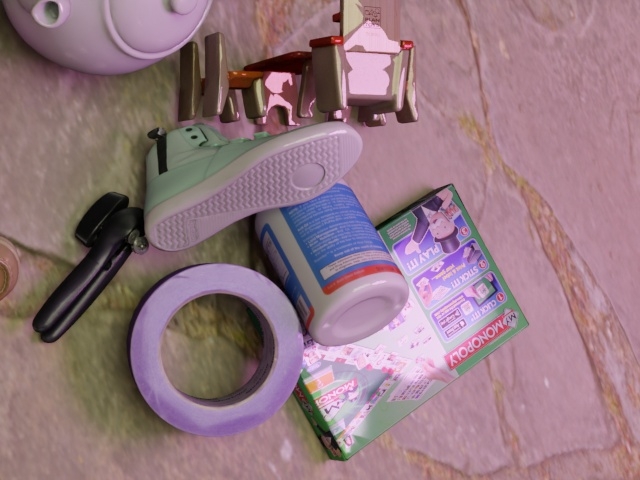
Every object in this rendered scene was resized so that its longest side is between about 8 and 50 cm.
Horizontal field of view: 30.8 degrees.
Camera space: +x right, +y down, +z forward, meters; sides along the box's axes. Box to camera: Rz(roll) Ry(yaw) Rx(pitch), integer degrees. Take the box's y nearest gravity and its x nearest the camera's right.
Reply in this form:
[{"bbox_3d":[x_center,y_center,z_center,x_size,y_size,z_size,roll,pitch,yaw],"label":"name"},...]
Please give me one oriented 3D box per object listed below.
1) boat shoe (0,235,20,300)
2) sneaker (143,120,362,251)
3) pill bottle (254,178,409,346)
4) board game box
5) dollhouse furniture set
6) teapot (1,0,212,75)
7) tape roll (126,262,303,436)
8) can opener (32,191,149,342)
[{"bbox_3d":[-0.433,0.061,1.143,0.285,0.089,0.104,-13,117,-22],"label":"boat shoe"},{"bbox_3d":[-0.086,-0.101,1.286,0.256,0.151,0.094,-23,137,8],"label":"sneaker"},{"bbox_3d":[0.000,0.000,1.324,0.124,0.124,0.221,-12,57,-27],"label":"pill bottle"},{"bbox_3d":[0.090,0.095,1.436,0.317,0.046,0.213,-31,97,-27],"label":"board game box"},{"bbox_3d":[-0.002,-0.205,1.321,0.262,0.259,0.135,-1,92,-28],"label":"dollhouse furniture set"},{"bbox_3d":[-0.196,-0.280,1.230,0.256,0.187,0.252,-57,146,-11],"label":"teapot"},{"bbox_3d":[-0.117,0.118,1.286,0.189,0.080,0.188,0,90,-12],"label":"tape roll"},{"bbox_3d":[-0.251,0.034,1.281,0.186,0.073,0.059,-60,147,-18],"label":"can opener"}]
